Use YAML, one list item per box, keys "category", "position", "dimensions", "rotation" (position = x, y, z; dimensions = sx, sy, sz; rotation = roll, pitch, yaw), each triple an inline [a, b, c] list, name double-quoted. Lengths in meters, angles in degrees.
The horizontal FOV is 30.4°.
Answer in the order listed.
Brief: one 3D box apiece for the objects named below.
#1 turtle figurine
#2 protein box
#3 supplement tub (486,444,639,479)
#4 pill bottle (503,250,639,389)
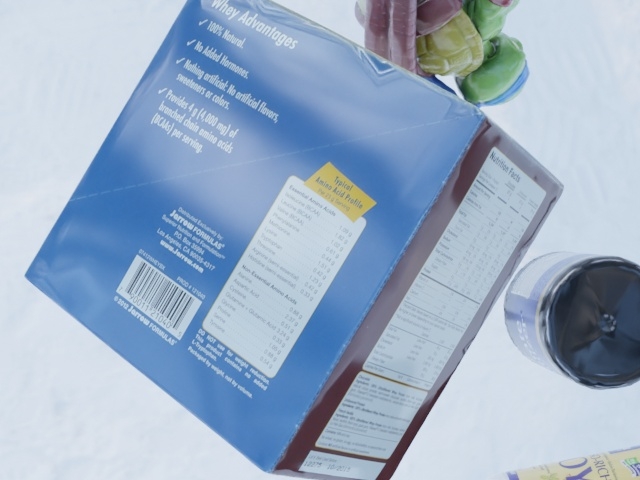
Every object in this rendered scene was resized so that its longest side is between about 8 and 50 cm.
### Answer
- category: "turtle figurine"
  position: [0.081, -0.231, 0.763]
  dimensions: [0.274, 0.266, 0.198]
  rotation: [-41, 34, 23]
- category: "protein box"
  position: [-0.014, -0.005, 0.653]
  dimensions: [0.199, 0.136, 0.201]
  rotation: [33, 93, 31]
- category: "supplement tub"
  position: [0.419, 0.425, 1.690]
  dimensions: [0.331, 0.241, 0.241]
  rotation: [-12, 85, 3]
- category: "pill bottle"
  position: [0.250, 0.072, 1.155]
  dimensions: [0.122, 0.219, 0.123]
  rotation: [0, 91, -4]
